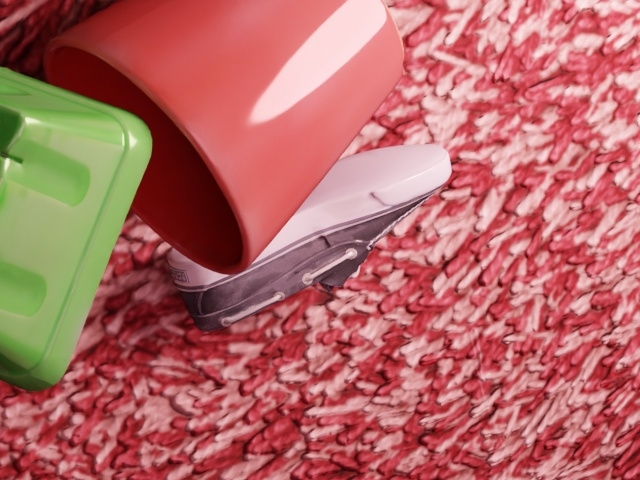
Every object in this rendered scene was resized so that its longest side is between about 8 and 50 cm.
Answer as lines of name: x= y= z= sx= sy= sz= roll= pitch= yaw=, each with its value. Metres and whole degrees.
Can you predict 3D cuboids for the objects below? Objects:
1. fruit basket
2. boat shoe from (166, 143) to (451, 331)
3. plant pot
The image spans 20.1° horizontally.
fruit basket: x=-0.338 y=-0.021 z=1.530 sx=0.392 sy=0.392 sz=0.282 roll=23 pitch=86 yaw=-30
boat shoe: x=0.000 y=0.000 z=1.791 sx=0.301 sy=0.108 sz=0.102 roll=-26 pitch=116 yaw=-13
plant pot: x=-0.073 y=-0.144 z=1.632 sx=0.243 sy=0.275 sz=0.275 roll=-41 pitch=120 yaw=-20
